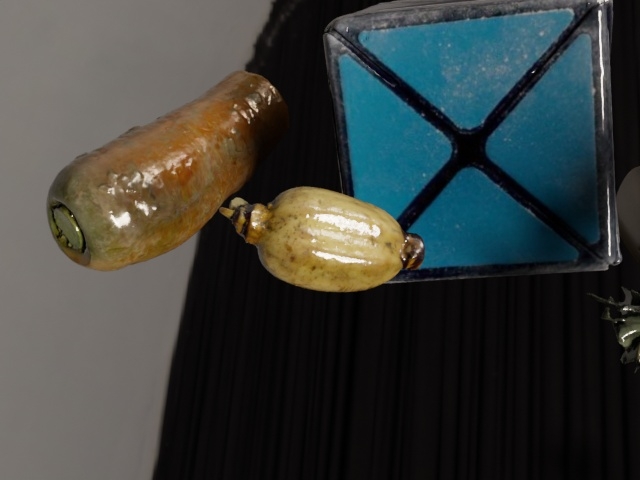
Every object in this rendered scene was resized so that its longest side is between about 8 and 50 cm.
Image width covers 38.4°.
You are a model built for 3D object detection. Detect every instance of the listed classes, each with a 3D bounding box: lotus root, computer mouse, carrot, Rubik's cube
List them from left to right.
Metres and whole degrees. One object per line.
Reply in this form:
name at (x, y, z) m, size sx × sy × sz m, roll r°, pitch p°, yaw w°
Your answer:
carrot at (-0.153, -0.077, 0.988) m, size 0.139 × 0.302 × 0.139 m, roll 28°, pitch 142°, yaw 25°
lotus root at (0.000, 0.000, 0.657) m, size 0.152 × 0.072 × 0.063 m, roll 15°, pitch 179°, yaw -16°
Rubik's cube at (0.159, -0.117, 0.914) m, size 0.260 × 0.259 × 0.255 m, roll -6°, pitch -163°, yaw 14°
computer mouse at (0.407, -0.003, 1.106) m, size 0.056 × 0.126 × 0.245 m, roll -33°, pitch 154°, yaw -1°

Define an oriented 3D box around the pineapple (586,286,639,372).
pineapple at (0.326, 0.037, 0.666) m, size 0.251 × 0.125 × 0.125 m, roll -29°, pitch 144°, yaw 35°
